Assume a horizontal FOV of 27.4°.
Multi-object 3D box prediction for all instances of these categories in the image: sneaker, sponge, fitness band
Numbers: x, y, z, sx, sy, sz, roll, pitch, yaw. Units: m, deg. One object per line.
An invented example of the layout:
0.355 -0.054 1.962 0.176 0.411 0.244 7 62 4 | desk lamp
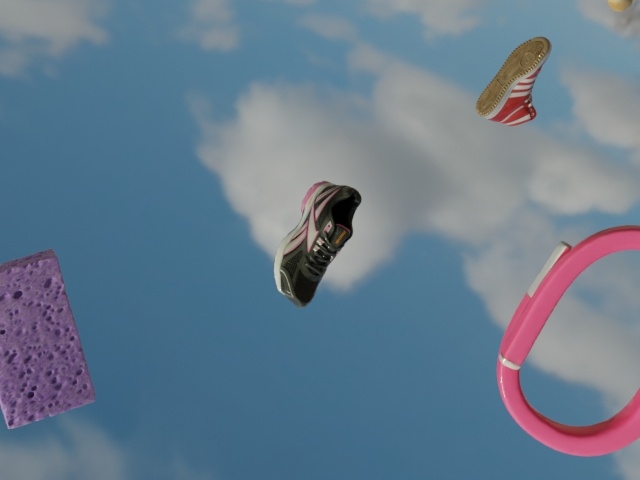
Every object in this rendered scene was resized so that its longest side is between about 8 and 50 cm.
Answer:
0.000 0.000 1.703 0.072 0.178 0.077 29 160 -36 | sneaker
-0.361 0.124 1.636 0.117 0.210 0.031 -18 -156 -18 | sponge
0.242 -0.184 1.546 0.067 0.118 0.042 19 -148 -40 | sneaker
0.333 0.116 1.539 0.209 0.291 0.054 28 -167 -6 | fitness band

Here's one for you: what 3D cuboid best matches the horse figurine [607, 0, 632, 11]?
0.122 -0.225 0.557 0.174 0.066 0.263 33 -124 -61 | horse figurine
